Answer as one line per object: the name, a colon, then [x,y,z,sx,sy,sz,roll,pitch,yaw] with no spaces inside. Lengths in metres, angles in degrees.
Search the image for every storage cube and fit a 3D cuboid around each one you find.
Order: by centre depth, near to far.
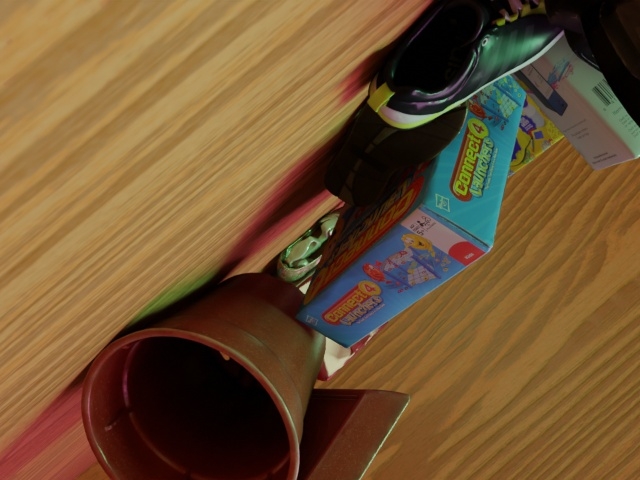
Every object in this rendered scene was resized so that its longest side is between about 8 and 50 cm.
storage cube: [-0.015,0.143,1.316,0.215,0.193,0.183,-38,-162,-24]

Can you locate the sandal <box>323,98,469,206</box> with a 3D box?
sandal: [0.075,-0.108,0.679,0.060,0.090,0.219,-58,-175,-34]

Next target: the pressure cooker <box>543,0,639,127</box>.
pressure cooker: [0.371,-0.204,0.386,0.375,0.370,0.420,-35,171,-21]

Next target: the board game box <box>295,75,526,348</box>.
board game box: [0.113,-0.053,0.813,0.308,0.086,0.302,-47,-165,51]

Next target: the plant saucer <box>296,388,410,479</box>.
plant saucer: [-0.030,0.293,0.854,0.259,0.048,0.258,-51,-166,-27]

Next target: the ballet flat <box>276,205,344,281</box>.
ballet flat: [0.000,0.000,1.219,0.206,0.073,0.067,-44,162,-10]

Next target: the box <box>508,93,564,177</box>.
box: [0.382,-0.274,1.066,0.279,0.177,0.290,-39,175,-13]

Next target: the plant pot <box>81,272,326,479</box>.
plant pot: [-0.119,0.182,0.848,0.272,0.272,0.265,-43,-177,24]

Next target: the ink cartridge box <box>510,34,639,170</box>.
ink cartridge box: [0.277,-0.201,0.636,0.154,0.212,0.093,-42,179,0]

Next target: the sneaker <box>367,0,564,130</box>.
sneaker: [0.139,-0.174,0.534,0.234,0.084,0.097,-41,175,-1]
